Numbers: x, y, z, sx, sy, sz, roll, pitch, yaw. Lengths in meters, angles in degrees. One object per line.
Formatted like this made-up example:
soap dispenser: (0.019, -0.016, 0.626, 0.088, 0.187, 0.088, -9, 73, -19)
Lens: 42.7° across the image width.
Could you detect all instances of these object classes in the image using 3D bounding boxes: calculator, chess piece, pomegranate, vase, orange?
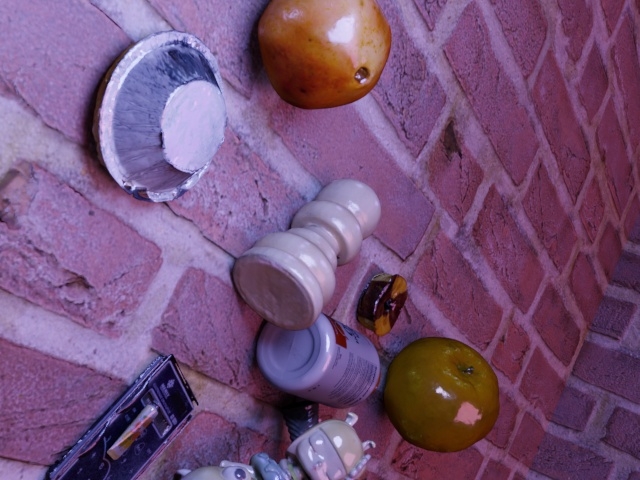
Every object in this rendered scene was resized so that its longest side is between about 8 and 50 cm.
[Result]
calculator: (-0.297, 0.313, 1.252, 0.274, 0.028, 0.165, -49, 141, -30)
chess piece: (0.000, 0.000, 1.410, 0.299, 0.167, 0.167, -49, 142, -37)
pomegranate: (0.005, -0.292, 1.222, 0.209, 0.209, 0.209, -31, 130, -44)
vase: (-0.018, 0.433, 1.583, 0.115, 0.115, 0.237, -5, 82, -54)
orange: (0.278, 0.360, 1.905, 0.279, 0.279, 0.235, -23, 153, -49)

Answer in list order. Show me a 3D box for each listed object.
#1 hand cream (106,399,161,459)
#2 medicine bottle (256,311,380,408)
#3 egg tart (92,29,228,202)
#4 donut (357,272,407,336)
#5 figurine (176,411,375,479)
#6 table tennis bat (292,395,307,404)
hand cream: (-0.277, 0.283, 1.222, 0.102, 0.022, 0.035, -50, 153, -24)
medicine bottle: (0.014, 0.229, 1.542, 0.289, 0.157, 0.157, 35, 78, -57)
egg tart: (-0.196, -0.162, 1.093, 0.234, 0.094, 0.234, -29, 127, -47)
donut: (0.132, 0.131, 1.751, 0.140, 0.059, 0.140, -30, 130, -45)
figurine: (-0.085, 0.433, 1.442, 0.394, 0.226, 0.274, -29, 173, -21)
table tennis bat: (-0.039, 0.338, 1.658, 0.050, 0.007, 0.083, -37, 133, -41)
